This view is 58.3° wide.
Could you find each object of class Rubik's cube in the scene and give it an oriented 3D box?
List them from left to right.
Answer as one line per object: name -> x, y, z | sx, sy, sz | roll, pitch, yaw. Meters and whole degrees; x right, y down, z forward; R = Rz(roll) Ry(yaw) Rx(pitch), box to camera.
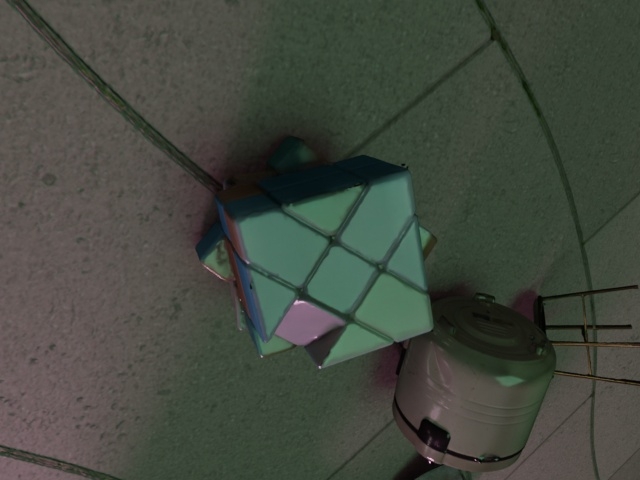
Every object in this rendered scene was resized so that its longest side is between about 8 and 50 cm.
Rubik's cube -> 0.000, 0.000, 0.637 | 0.265, 0.213, 0.224 | -15, 108, -13

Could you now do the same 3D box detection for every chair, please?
chair -> 0.405, 0.182, 1.043 | 0.326, 0.170, 0.159 | -6, 135, 21

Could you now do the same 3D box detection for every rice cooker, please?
rice cooker -> 0.228, 0.220, 0.888 | 0.226, 0.226, 0.244 | -5, 115, -31

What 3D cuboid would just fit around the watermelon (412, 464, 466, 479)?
watermelon -> 0.248, 0.578, 1.111 | 0.213, 0.201, 0.261 | -37, 134, 1
